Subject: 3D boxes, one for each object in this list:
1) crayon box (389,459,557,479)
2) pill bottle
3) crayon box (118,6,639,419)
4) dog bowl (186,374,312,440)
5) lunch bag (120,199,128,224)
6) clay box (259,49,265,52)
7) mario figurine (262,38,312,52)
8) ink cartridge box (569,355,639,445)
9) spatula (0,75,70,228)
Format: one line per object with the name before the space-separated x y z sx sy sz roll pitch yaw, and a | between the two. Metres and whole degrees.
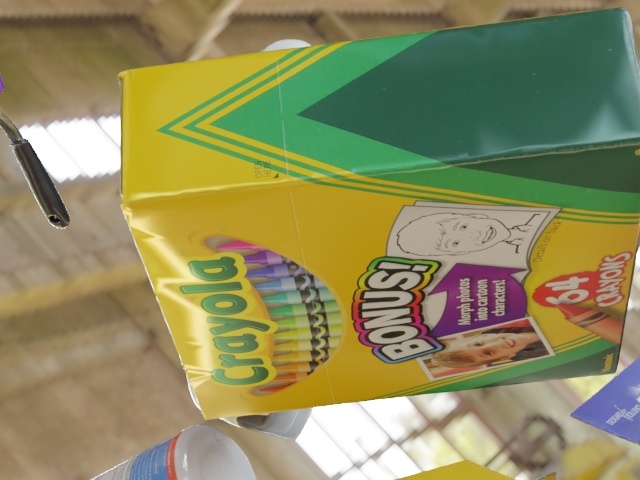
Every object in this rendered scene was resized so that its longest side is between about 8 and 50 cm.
crayon box | 0.081 0.322 1.660 0.318 0.081 0.202 -7 -73 -43
pill bottle | -0.181 0.287 1.875 0.221 0.124 0.124 -31 -7 28
crayon box | 0.048 0.000 1.226 0.313 0.106 0.363 -8 -27 1
dog bowl | -0.056 0.040 1.953 0.349 0.102 0.349 7 -90 -79
lunch bag | 0.000 0.000 1.534 0.293 0.258 0.120 59 -143 -42
clay box | -0.086 -0.139 2.427 0.127 0.053 0.222 24 -81 -28
mario figurine | 0.036 -0.085 1.705 0.170 0.320 0.198 43 -131 -45
ink cartridge box | 0.425 0.172 1.709 0.303 0.307 0.072 -22 -43 -63
spatula | -0.360 -0.126 2.092 0.084 0.296 0.030 -9 40 25
